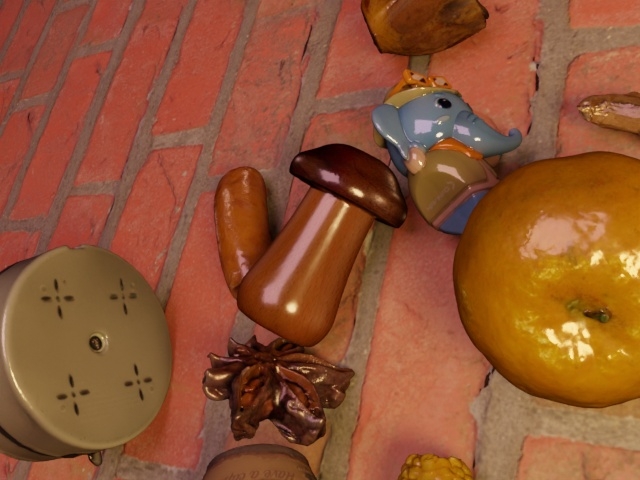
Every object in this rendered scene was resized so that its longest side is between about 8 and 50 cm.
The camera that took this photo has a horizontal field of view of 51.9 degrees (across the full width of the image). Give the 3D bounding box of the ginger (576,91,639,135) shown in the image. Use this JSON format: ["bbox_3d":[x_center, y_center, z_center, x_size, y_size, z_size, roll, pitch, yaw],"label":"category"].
[{"bbox_3d":[0.469,-0.121,0.772,0.333,0.081,0.148,29,81,41],"label":"ginger"}]

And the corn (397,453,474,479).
[{"bbox_3d":[0.134,0.416,0.705,0.120,0.120,0.363,-18,56,28],"label":"corn"}]

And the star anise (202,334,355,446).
[{"bbox_3d":[-0.057,0.208,0.917,0.214,0.220,0.099,43,121,49],"label":"star anise"}]

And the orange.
[{"bbox_3d":[0.282,0.038,0.713,0.279,0.235,0.279,5,107,17],"label":"orange"}]

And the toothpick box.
[{"bbox_3d":[0.000,0.000,0.989,0.192,0.192,0.294,30,91,42],"label":"toothpick box"}]

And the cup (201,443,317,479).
[{"bbox_3d":[-0.096,0.421,0.832,0.301,0.227,0.257,-41,36,30],"label":"cup"}]

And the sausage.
[{"bbox_3d":[-0.134,-0.022,1.150,0.109,0.109,0.271,-29,50,21],"label":"sausage"}]

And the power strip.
[{"bbox_3d":[-0.416,0.195,1.088,0.161,0.357,0.358,-19,56,28],"label":"power strip"}]

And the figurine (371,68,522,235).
[{"bbox_3d":[0.182,-0.123,0.940,0.180,0.154,0.262,-31,75,-19],"label":"figurine"}]

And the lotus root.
[{"bbox_3d":[0.148,-0.399,1.079,0.180,0.199,0.188,-29,45,15],"label":"lotus root"}]
